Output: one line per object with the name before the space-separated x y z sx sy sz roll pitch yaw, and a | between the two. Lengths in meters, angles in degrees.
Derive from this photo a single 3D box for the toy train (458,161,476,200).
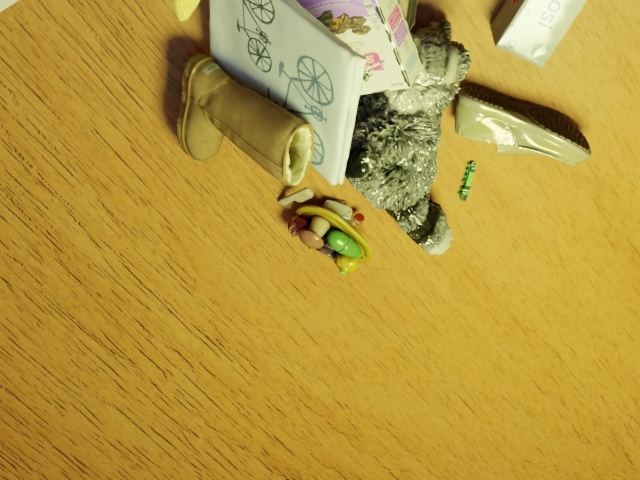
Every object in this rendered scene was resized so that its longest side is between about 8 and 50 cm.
toy train | 0.281 -0.112 2.073 0.017 0.023 0.083 8 126 -7

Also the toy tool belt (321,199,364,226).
toy tool belt | 0.039 -0.047 2.106 0.083 0.052 0.051 19 155 -11

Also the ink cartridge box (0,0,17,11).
ink cartridge box | -0.517 -0.506 1.656 0.396 0.151 0.270 -24 133 23

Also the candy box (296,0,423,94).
candy box | 0.049 -0.327 1.716 0.165 0.070 0.196 -5 128 31

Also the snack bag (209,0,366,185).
snack bag | -0.068 -0.284 1.765 0.037 0.342 0.323 -37 156 -25

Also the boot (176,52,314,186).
boot | -0.132 -0.170 1.869 0.089 0.269 0.236 -36 149 -28

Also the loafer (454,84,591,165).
loafer | 0.360 -0.197 1.974 0.269 0.102 0.092 23 124 -5

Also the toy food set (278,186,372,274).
toy food set | 0.000 0.000 2.085 0.218 0.071 0.128 42 151 -25

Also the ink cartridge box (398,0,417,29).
ink cartridge box | 0.039 -0.428 1.742 0.235 0.088 0.193 15 136 12

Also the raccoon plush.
raccoon plush | 0.192 -0.197 1.956 0.299 0.216 0.446 -39 143 11

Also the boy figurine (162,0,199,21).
boy figurine | -0.236 -0.494 1.747 0.177 0.092 0.285 -10 126 7

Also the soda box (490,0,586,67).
soda box | 0.397 -0.436 1.801 0.098 0.091 0.286 21 122 -14
